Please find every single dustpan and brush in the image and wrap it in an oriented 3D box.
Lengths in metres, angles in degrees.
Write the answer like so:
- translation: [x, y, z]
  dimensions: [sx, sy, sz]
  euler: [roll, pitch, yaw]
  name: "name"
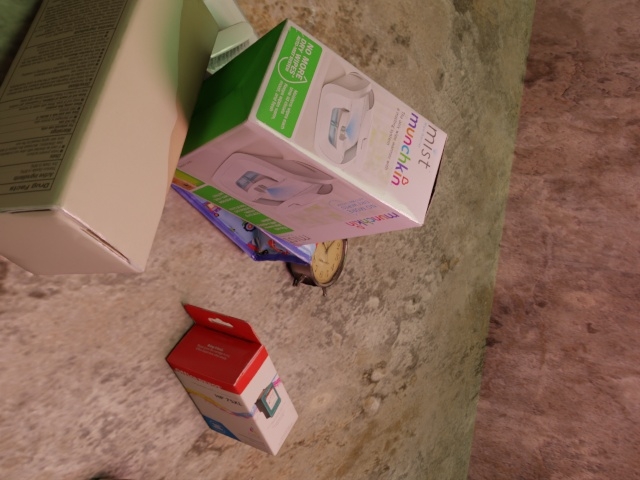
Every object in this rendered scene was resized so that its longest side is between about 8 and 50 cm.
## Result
- translation: [-0.146, -0.240, 0.806]
  dimensions: [0.211, 0.060, 0.147]
  euler: [-39, 99, -31]
  name: "dustpan and brush"

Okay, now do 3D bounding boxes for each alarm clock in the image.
- translation: [0.000, 0.000, 1.158]
  dimensions: [0.129, 0.064, 0.192]
  euler: [29, 77, -57]
  name: "alarm clock"

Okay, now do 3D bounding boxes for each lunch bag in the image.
- translation: [-0.106, -0.132, 0.918]
  dimensions: [0.293, 0.138, 0.221]
  euler: [40, 64, -37]
  name: "lunch bag"

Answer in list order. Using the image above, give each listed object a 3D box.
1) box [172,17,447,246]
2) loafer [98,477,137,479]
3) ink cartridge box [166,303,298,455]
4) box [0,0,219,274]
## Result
- translation: [-0.031, -0.103, 0.741]
  dimensions: [0.231, 0.262, 0.127]
  euler: [29, 69, -29]
  name: "box"
- translation: [-0.305, 0.365, 0.742]
  dimensions: [0.268, 0.092, 0.102]
  euler: [-11, 107, -60]
  name: "loafer"
- translation: [-0.134, 0.207, 0.935]
  dimensions: [0.078, 0.134, 0.231]
  euler: [-54, 139, -35]
  name: "ink cartridge box"
- translation: [-0.220, -0.129, 0.623]
  dimensions: [0.121, 0.148, 0.311]
  euler: [52, 43, -54]
  name: "box"
